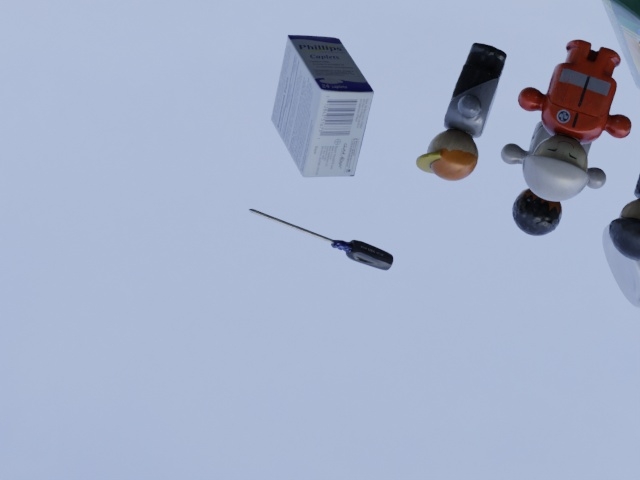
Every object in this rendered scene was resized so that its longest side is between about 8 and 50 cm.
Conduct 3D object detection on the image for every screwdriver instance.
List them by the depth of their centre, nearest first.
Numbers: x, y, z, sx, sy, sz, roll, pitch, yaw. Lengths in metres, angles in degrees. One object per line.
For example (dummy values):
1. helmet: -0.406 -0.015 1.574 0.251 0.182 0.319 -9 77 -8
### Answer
1. screwdriver: 0.000 0.000 1.806 0.170 0.025 0.024 16 179 -24

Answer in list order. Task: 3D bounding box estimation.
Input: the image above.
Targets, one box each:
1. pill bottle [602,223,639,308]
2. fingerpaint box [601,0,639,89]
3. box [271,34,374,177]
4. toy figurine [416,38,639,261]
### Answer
1. pill bottle: 0.495 -0.005 2.320 0.221 0.124 0.124 -22 -140 -7
2. fingerpaint box: 0.532 -0.182 2.055 0.371 0.163 0.445 40 -177 18
3. box: 0.001 -0.164 2.151 0.072 0.126 0.137 -2 -144 -22
4. toy figurine: 0.221 -0.080 1.634 0.209 0.148 0.213 7 164 47
